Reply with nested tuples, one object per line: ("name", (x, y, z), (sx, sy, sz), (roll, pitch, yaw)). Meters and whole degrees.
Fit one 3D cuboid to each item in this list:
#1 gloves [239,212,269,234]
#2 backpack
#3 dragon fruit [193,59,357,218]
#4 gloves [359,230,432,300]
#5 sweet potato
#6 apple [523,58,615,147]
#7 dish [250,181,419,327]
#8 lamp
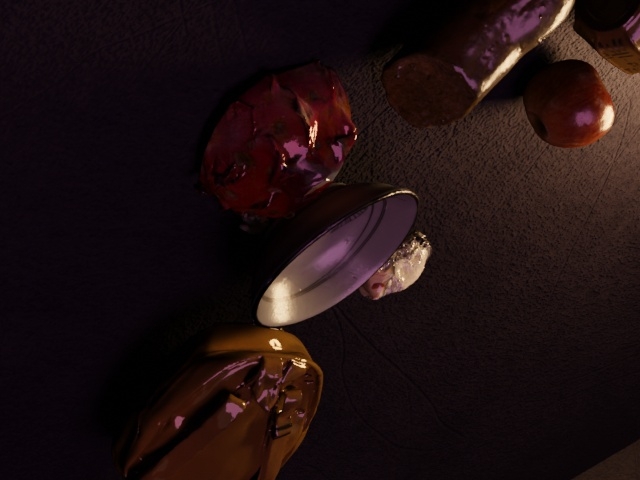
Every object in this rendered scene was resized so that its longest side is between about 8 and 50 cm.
("gloves", (-0.100, -0.026, 1.923), (0.044, 0.037, 0.081), (-53, 165, -9))
("backpack", (-0.161, 0.280, 2.095), (0.353, 0.201, 0.378), (13, 125, -48))
("dragon fruit", (-0.070, -0.119, 1.752), (0.161, 0.126, 0.274), (14, 121, -51))
("gloves", (0.129, 0.033, 2.176), (0.153, 0.070, 0.114), (-24, 137, -30))
("sweet potato", (0.246, -0.312, 1.796), (0.369, 0.158, 0.158), (-45, 147, 0))
("apple", (0.400, -0.220, 2.050), (0.131, 0.146, 0.146), (-26, 147, 0))
("dish", (0.000, 0.000, 1.959), (0.316, 0.106, 0.316), (-33, 158, -15))
("lamp", (0.485, -0.344, 1.961), (0.161, 0.161, 0.185), (-48, 148, 17))
